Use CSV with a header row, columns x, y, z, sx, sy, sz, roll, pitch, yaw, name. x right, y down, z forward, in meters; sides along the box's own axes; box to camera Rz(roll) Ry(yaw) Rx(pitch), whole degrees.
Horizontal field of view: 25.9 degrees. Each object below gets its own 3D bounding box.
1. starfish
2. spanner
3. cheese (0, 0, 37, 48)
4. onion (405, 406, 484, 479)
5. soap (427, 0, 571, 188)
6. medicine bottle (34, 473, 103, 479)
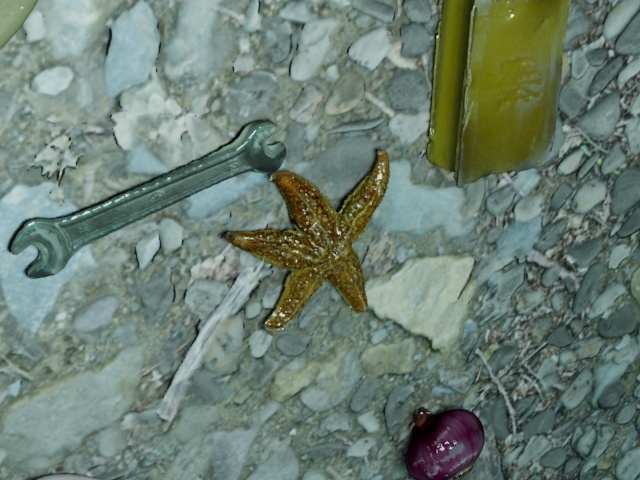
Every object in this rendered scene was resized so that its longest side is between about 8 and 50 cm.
x,y,z,sx,sy,sz,roll,pitch,yaw,name
0.001,0.000,1.515,0.227,0.043,0.240,31,95,-46,starfish
-0.166,-0.045,1.374,0.302,0.017,0.071,-27,128,-19,spanner
-0.253,-0.230,1.165,0.192,0.037,0.097,-41,136,-6,cheese
0.153,0.258,1.775,0.115,0.115,0.104,-39,91,-9,onion
0.194,-0.180,1.513,0.135,0.076,0.233,-16,129,-27,soap
-0.297,0.359,1.506,0.115,0.078,0.219,13,111,-44,medicine bottle
